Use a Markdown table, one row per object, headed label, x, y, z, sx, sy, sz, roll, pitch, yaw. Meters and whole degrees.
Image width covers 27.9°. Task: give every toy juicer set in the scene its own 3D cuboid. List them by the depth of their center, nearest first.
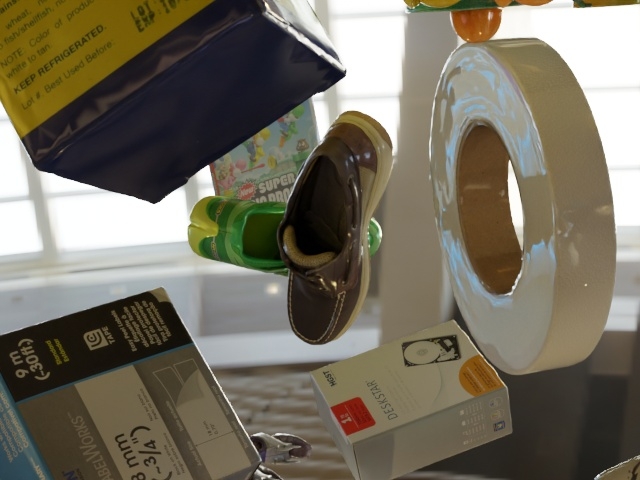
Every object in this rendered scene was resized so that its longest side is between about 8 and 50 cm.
| label | x | y | z | sx | sy | sz | roll | pitch | yaw |
| --- | --- | --- | --- | --- | --- | --- | --- | --- | --- |
| toy juicer set | 0.123 | -0.230 | 1.223 | 0.329 | 0.089 | 0.209 | 6 | -164 | 41 |

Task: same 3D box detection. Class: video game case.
| label | x | y | z | sx | sy | sz | roll | pitch | yaw |
| --- | --- | --- | --- | --- | --- | --- | --- | --- | --- |
| video game case | -0.087 | -0.127 | 2.114 | 0.204 | 0.285 | 0.025 | -20 | -161 | -26 |

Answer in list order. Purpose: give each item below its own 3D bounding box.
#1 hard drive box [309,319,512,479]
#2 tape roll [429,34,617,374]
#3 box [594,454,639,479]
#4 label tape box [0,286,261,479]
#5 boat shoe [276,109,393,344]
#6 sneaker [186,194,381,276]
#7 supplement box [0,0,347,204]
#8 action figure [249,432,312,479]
| label | x | y | z | sx | sy | sz | roll | pitch | yaw |
| --- | --- | --- | --- | --- | --- | --- | --- | --- | --- |
| hard drive box | 0.126 | 0.229 | 1.820 | 0.232 | 0.089 | 0.181 | -20 | -146 | -12 |
| tape roll | 0.221 | -0.041 | 1.479 | 0.072 | 0.392 | 0.392 | -8 | -166 | -12 |
| box | 0.365 | 0.327 | 1.192 | 0.113 | 0.275 | 0.094 | -7 | 157 | -34 |
| label tape box | -0.265 | 0.211 | 1.359 | 0.334 | 0.240 | 0.106 | -17 | 154 | -35 |
| boat shoe | 0.000 | 0.000 | 1.335 | 0.103 | 0.285 | 0.092 | 34 | -139 | 24 |
| sneaker | -0.029 | 0.005 | 1.643 | 0.295 | 0.109 | 0.123 | 2 | -171 | -41 |
| supplement box | -0.167 | -0.235 | 0.965 | 0.194 | 0.356 | 0.195 | -32 | 166 | 13 |
| action figure | -0.146 | 0.325 | 1.830 | 0.099 | 0.185 | 0.285 | 26 | -167 | 36 |
